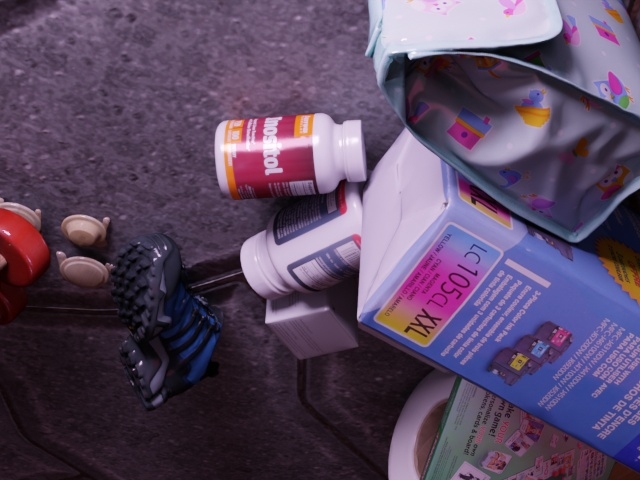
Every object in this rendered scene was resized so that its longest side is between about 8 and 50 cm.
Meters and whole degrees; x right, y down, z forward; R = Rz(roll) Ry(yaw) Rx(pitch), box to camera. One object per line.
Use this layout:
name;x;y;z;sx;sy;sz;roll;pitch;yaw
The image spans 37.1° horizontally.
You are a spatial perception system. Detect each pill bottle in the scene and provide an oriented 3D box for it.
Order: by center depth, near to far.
pill bottle;-0.030;-0.090;1.006;0.152;0.086;0.086;-4;141;6
pill bottle;0.000;0.000;1.100;0.180;0.108;0.108;-25;134;30

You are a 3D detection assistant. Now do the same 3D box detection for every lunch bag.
lunch bag;0.150;-0.157;0.803;0.262;0.223;0.160;25;131;-24

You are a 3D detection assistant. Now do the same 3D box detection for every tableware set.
tableware set;-0.337;0.006;1.193;0.168;0.020;0.141;12;139;-10

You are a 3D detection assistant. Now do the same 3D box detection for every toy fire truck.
toy fire truck;-0.487;0.028;1.132;0.254;0.169;0.302;41;141;-5

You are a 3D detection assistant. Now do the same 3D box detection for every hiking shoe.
hiking shoe;-0.194;0.092;1.249;0.132;0.113;0.304;-21;144;-27

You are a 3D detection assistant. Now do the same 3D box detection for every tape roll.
tape roll;0.236;0.313;1.376;0.169;0.246;0.246;23;137;-25

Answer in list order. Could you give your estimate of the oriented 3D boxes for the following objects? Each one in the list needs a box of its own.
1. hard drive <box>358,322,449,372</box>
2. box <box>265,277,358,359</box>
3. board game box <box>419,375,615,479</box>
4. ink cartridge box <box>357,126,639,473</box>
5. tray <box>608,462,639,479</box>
hard drive;0.212;0.068;1.231;0.203;0.040;0.307;30;134;-30
box;-0.009;0.078;1.203;0.087;0.101;0.102;-15;140;20
board game box;0.266;0.217;1.174;0.213;0.046;0.317;18;106;1
ink cartridge box;0.239;0.047;0.942;0.395;0.270;0.151;31;118;-14
tray;0.454;0.139;1.178;0.076;0.203;0.411;19;138;-20
